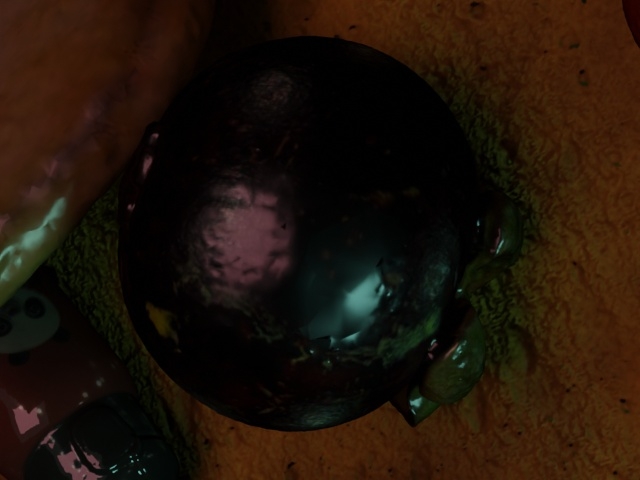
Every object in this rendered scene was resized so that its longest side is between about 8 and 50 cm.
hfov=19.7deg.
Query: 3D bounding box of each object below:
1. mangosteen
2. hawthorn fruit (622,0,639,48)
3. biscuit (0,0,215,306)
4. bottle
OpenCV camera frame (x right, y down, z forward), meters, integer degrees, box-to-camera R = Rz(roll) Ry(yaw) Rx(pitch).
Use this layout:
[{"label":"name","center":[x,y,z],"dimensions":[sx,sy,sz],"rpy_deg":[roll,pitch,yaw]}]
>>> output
[{"label":"mangosteen","center":[0.000,0.000,1.273],"dimensions":[0.288,0.288,0.288],"rpy_deg":[1,91,37]},{"label":"hawthorn fruit","center":[0.275,-0.179,1.075],"dimensions":[0.263,0.231,0.235],"rpy_deg":[-10,74,32]},{"label":"biscuit","center":[-0.262,-0.122,1.456],"dimensions":[0.446,0.104,0.429],"rpy_deg":[-47,37,-2]},{"label":"bottle","center":[-0.246,0.105,1.527],"dimensions":[0.336,0.144,0.144],"rpy_deg":[45,116,24]}]
